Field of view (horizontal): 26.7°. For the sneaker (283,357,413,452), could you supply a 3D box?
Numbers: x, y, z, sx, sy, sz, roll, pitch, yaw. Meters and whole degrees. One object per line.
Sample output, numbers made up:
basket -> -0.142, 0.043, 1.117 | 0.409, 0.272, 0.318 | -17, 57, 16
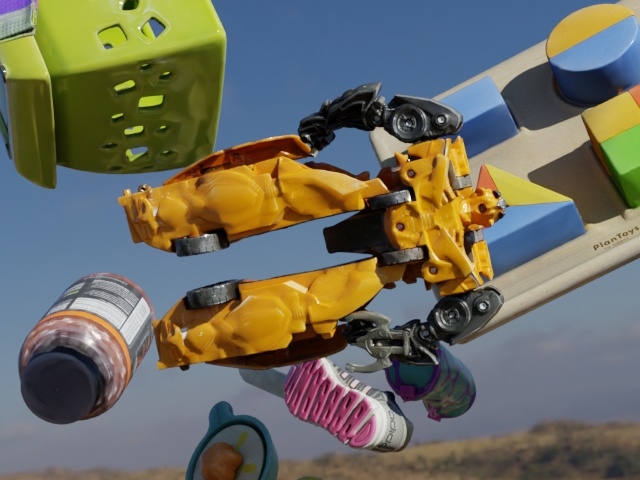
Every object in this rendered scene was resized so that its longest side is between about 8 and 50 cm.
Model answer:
sneaker -> 0.027, 0.156, 1.264 | 0.074, 0.063, 0.170 | 24, 2, -34

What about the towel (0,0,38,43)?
towel -> -0.231, -0.180, 0.975 | 0.060, 0.083, 0.009 | -11, -24, 14

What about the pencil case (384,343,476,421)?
pencil case -> 0.113, 0.142, 1.380 | 0.064, 0.070, 0.151 | 21, -7, 25

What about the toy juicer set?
toy juicer set -> -0.076, 0.266, 1.575 | 0.209, 0.329, 0.089 | -10, -35, 39

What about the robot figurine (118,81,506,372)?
robot figurine -> 0.000, 0.000, 1.019 | 0.291, 0.211, 0.085 | -12, 3, 18

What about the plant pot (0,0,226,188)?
plant pot -> -0.235, -0.195, 1.349 | 0.207, 0.227, 0.228 | -18, -26, -19

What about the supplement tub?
supplement tub -> -0.226, 0.106, 1.292 | 0.106, 0.106, 0.198 | -10, 15, 8

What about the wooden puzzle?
wooden puzzle -> 0.215, -0.095, 1.249 | 0.322, 0.348, 0.080 | -27, -52, 8
